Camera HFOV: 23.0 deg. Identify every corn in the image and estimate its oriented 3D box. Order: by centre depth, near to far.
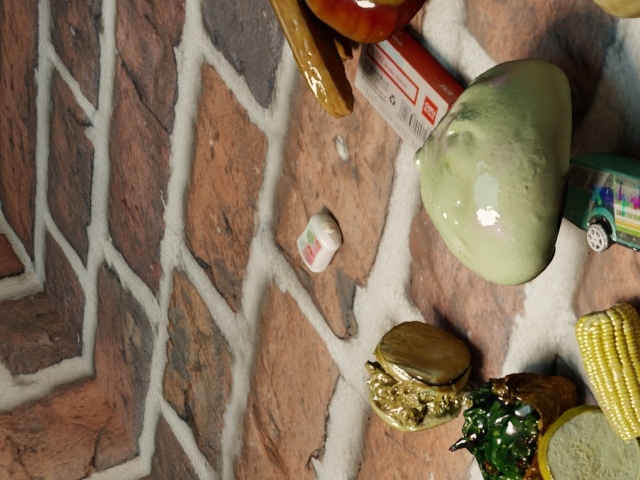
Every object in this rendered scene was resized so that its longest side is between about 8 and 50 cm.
[{"bbox_3d":[0.370,0.161,1.917,0.063,0.085,0.165,-12,-100,-85],"label":"corn"}]

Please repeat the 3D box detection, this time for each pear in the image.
[{"bbox_3d":[0.338,0.282,1.978,0.104,0.141,0.141,100,147,-68],"label":"pear"}]

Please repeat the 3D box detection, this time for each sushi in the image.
[{"bbox_3d":[0.252,0.261,2.121,0.149,0.140,0.287,48,144,30],"label":"sushi"}]

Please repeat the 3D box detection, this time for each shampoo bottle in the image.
[{"bbox_3d":[0.000,0.000,2.569,0.072,0.043,0.099,64,152,19],"label":"shampoo bottle"}]

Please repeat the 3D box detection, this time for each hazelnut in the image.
[{"bbox_3d":[0.054,-0.372,2.123,0.181,0.181,0.212,-25,86,21],"label":"hazelnut"}]

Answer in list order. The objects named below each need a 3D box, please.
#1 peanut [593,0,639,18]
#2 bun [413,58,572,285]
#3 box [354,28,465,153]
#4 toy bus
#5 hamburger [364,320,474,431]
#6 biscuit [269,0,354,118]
[{"bbox_3d":[0.358,-0.319,1.592,0.313,0.149,0.149,-27,81,65],"label":"peanut"},{"bbox_3d":[0.201,-0.085,1.882,0.283,0.179,0.283,6,-90,-90],"label":"bun"},{"bbox_3d":[0.126,-0.210,2.197,0.229,0.050,0.123,51,144,38],"label":"box"},{"bbox_3d":[0.380,-0.030,1.771,0.262,0.091,0.109,23,118,55],"label":"toy bus"},{"bbox_3d":[0.155,0.207,2.281,0.185,0.159,0.131,22,124,25],"label":"hamburger"},{"bbox_3d":[-0.012,-0.303,2.245,0.262,0.052,0.277,66,-166,-6],"label":"biscuit"}]
